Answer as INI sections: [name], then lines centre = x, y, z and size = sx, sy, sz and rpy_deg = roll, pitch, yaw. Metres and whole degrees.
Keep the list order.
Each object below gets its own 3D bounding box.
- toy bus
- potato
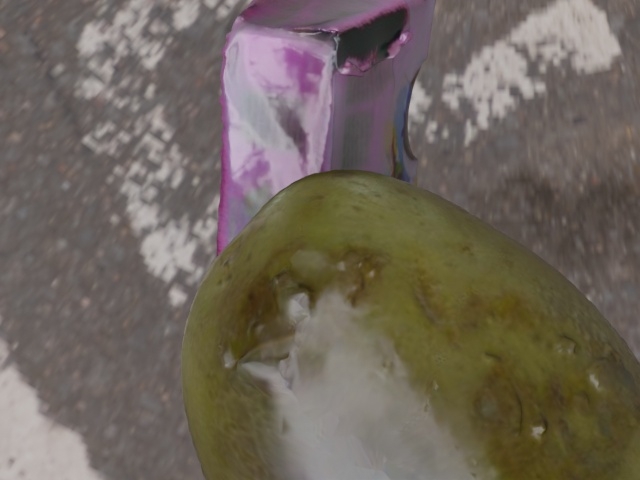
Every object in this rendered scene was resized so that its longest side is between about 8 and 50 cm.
[toy bus]
centre = -0.001, 0.000, 1.035
size = 0.090, 0.112, 0.274
rpy_deg = 11, 109, 24
[potato]
centre = 0.056, 0.113, 0.878
size = 0.210, 0.173, 0.307
rpy_deg = -28, 95, 27
